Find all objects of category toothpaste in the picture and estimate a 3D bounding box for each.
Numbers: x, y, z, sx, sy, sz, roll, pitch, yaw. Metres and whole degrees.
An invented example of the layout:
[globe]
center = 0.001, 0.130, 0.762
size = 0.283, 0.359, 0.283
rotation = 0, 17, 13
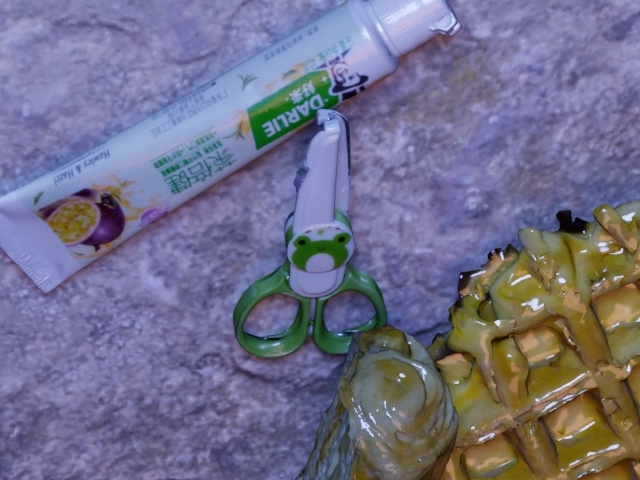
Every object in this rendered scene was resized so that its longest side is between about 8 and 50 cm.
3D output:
[toothpaste]
center = -0.062, -0.070, 1.145
size = 0.314, 0.056, 0.058
rotation = -31, 84, 10

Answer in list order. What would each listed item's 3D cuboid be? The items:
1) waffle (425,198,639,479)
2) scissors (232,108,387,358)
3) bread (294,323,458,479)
[waffle]
center = 0.237, 0.141, 1.310
size = 0.380, 0.095, 0.382
rotation = 10, 116, -15
[scissors]
center = 0.000, 0.000, 1.183
size = 0.101, 0.027, 0.204
rotation = -3, 136, -11
[bread]
center = 0.026, 0.163, 1.239
size = 0.088, 0.128, 0.232
rotation = 15, 125, -7
